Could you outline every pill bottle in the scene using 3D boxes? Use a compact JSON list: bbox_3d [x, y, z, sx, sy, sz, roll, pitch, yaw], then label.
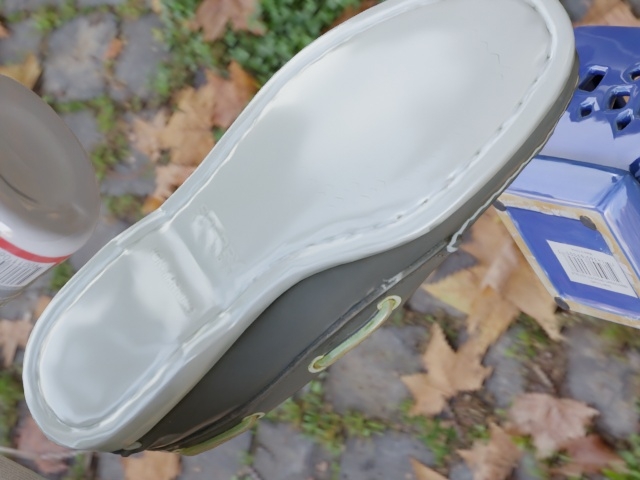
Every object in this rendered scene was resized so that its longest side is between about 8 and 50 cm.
[{"bbox_3d":[-0.322,0.007,1.184,0.283,0.161,0.161,-34,62,25],"label":"pill bottle"}]

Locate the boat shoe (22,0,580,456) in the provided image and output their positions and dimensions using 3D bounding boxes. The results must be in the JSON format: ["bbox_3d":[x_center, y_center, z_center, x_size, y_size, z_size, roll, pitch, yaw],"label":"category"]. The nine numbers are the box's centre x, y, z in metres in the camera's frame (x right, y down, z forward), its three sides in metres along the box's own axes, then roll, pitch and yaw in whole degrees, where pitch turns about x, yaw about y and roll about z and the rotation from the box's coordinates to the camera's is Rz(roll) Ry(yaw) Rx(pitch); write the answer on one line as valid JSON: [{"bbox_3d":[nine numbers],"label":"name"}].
[{"bbox_3d":[-0.002,-0.004,0.700,0.305,0.091,0.109,-39,59,16],"label":"boat shoe"}]

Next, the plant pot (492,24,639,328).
[{"bbox_3d":[0.306,-0.048,1.434,0.212,0.236,0.236,-46,30,-19],"label":"plant pot"}]

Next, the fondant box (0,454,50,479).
[{"bbox_3d":[-0.093,0.203,0.610,0.238,0.330,0.096,30,92,-10],"label":"fondant box"}]
